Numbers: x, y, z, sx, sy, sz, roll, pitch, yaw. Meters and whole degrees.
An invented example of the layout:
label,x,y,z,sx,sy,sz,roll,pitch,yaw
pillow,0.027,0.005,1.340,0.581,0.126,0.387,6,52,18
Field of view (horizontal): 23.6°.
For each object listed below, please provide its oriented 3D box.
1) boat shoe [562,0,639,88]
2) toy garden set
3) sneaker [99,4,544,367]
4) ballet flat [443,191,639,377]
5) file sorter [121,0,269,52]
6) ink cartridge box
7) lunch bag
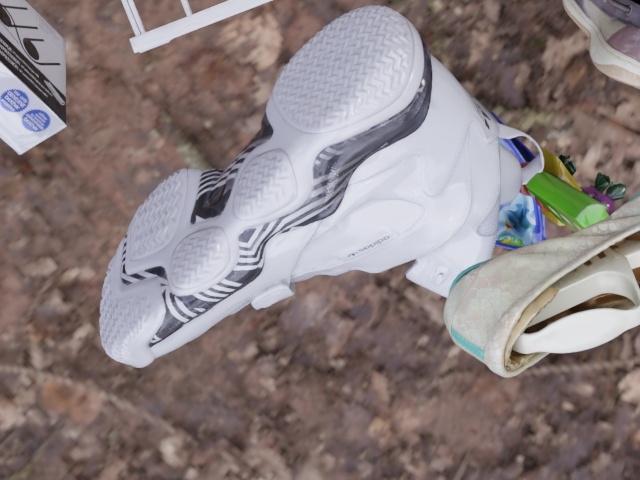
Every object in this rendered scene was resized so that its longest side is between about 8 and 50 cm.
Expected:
label,x,y,z,sx,sy,sz,roll,pitch,yaw
boat shoe,0.326,-0.247,1.627,0.102,0.285,0.092,22,116,-8
toy garden set,0.255,0.022,1.177,0.244,0.204,0.049,43,93,-18
sneaker,0.000,0.000,1.189,0.210,0.137,0.366,30,119,-32
ballet flat,0.133,0.014,0.639,0.168,0.052,0.057,-24,128,-11
file sorter,-0.121,-0.356,1.851,0.277,0.193,0.173,-21,100,-1
ink cartridge box,-0.245,-0.156,0.988,0.046,0.097,0.207,-30,132,17
lunch bag,0.134,-0.065,1.357,0.096,0.129,0.151,-39,128,3
